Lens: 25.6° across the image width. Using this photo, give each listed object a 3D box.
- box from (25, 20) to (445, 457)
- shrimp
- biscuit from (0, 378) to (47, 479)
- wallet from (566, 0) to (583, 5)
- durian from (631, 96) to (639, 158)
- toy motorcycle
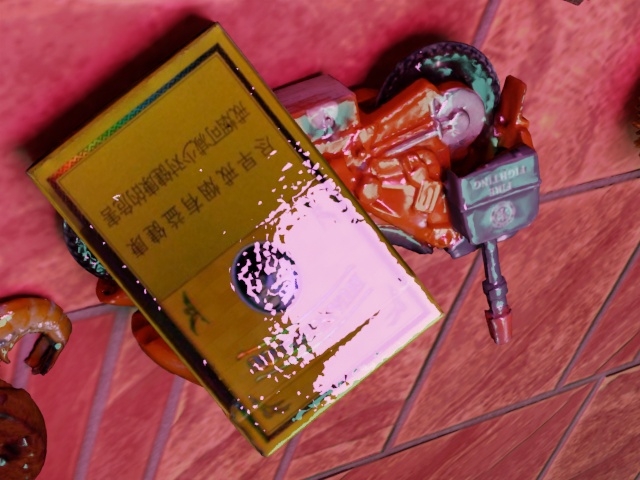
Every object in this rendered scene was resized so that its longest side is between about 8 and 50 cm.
[{"bbox_3d":[-0.048,0.000,0.833,0.141,0.220,0.064,-38,-168,-1],"label":"box"},{"bbox_3d":[-0.222,0.082,0.933,0.127,0.025,0.091,-33,152,0],"label":"shrimp"},{"bbox_3d":[-0.274,0.143,0.916,0.192,0.049,0.192,-17,145,-12],"label":"biscuit"},{"bbox_3d":[0.193,-0.260,0.887,0.124,0.042,0.230,10,123,-47],"label":"wallet"},{"bbox_3d":[0.355,-0.107,1.158,0.193,0.138,0.237,-49,144,13],"label":"durian"},{"bbox_3d":[0.000,0.000,0.946,0.326,0.148,0.221,-20,122,-16],"label":"toy motorcycle"}]
